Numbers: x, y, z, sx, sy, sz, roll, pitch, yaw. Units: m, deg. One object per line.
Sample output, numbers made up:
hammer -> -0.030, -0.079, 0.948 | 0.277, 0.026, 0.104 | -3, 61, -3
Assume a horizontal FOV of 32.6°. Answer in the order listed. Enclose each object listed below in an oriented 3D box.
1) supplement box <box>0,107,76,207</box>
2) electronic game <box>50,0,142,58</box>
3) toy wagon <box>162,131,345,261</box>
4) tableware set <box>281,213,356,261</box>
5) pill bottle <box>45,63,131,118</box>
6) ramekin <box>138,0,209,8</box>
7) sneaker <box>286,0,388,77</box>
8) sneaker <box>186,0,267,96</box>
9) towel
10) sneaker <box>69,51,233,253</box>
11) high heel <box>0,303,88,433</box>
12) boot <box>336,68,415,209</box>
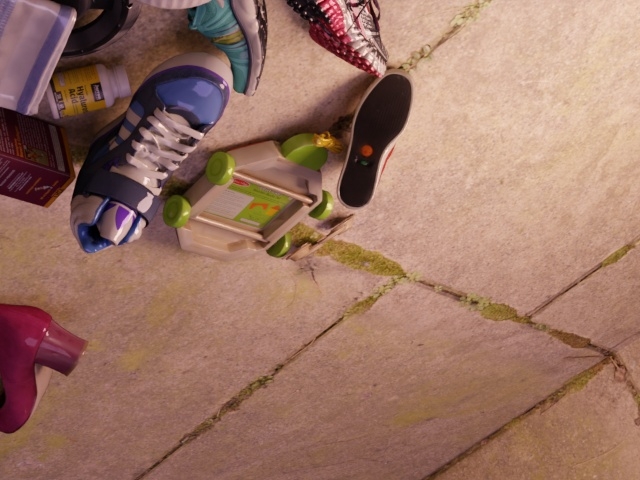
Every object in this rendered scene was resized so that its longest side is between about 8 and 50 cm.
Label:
supplement box -> -0.463, -0.130, 1.594 | 0.188, 0.104, 0.081 | 18, 130, -44
electronic game -> -0.347, -0.322, 1.436 | 0.229, 0.048, 0.229 | -8, 146, -6
toy wagon -> -0.098, -0.085, 1.902 | 0.267, 0.068, 0.344 | 18, 130, -45
tableware set -> 0.000, 0.000, 2.057 | 0.141, 0.020, 0.169 | -33, 177, 15
pill bottle -> -0.335, -0.218, 1.578 | 0.116, 0.065, 0.065 | -16, 146, -10
ramekin -> -0.182, -0.376, 1.322 | 0.207, 0.207, 0.109 | -8, 153, -20
sneaker -> 0.043, -0.336, 1.589 | 0.112, 0.121, 0.299 | -55, 153, -5
sneaker -> -0.133, -0.318, 1.548 | 0.110, 0.107, 0.275 | -3, 142, 6
towel -> -0.478, -0.260, 1.416 | 0.285, 0.034, 0.209 | 11, 140, -28
sneaker -> -0.248, -0.103, 1.588 | 0.130, 0.236, 0.323 | 31, 135, -31
high heel -> -0.594, 0.239, 2.085 | 0.181, 0.127, 0.377 | 31, 129, -17
boot -> 0.092, -0.180, 1.873 | 0.088, 0.176, 0.244 | 22, 102, 0
